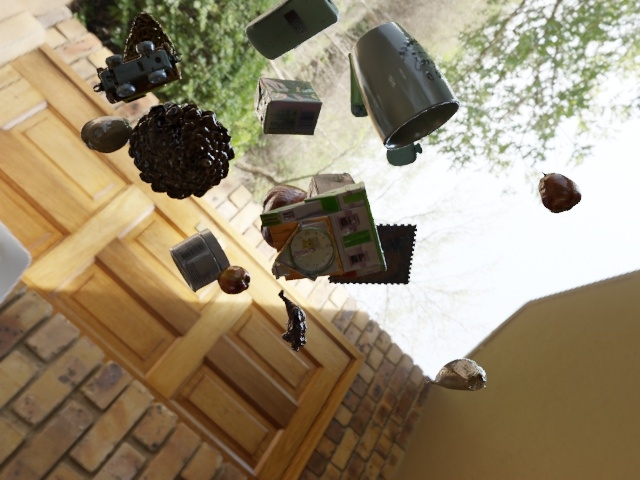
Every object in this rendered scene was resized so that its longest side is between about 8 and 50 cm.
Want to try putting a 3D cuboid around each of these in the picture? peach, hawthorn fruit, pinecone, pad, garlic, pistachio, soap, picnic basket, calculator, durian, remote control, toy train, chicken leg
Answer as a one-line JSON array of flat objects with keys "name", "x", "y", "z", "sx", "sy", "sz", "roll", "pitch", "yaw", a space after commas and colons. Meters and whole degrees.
[{"name": "peach", "x": -0.286, "y": 0.129, "z": 1.684, "sx": 0.100, "sy": 0.101, "sz": 0.101, "roll": -43, "pitch": -170, "yaw": 10}, {"name": "hawthorn fruit", "x": 0.492, "y": -0.106, "z": 1.064, "sx": 0.081, "sy": 0.093, "sz": 0.081, "roll": -12, "pitch": 159, "yaw": -5}, {"name": "pinecone", "x": -0.420, "y": -0.274, "z": 1.541, "sx": 0.242, "sy": 0.295, "sz": 0.298, "roll": -40, "pitch": 148, "yaw": -60}, {"name": "pad", "x": 0.151, "y": 0.046, "z": 1.553, "sx": 0.012, "sy": 0.268, "sz": 0.270, "roll": -87, "pitch": 175, "yaw": -45}, {"name": "garlic", "x": 0.320, "y": 0.310, "z": 1.190, "sx": 0.084, "sy": 0.066, "sz": 0.152, "roll": -6, "pitch": 179, "yaw": -36}, {"name": "pistachio", "x": -0.628, "y": -0.315, "z": 1.514, "sx": 0.149, "sy": 0.113, "sz": 0.113, "roll": -41, "pitch": -174, "yaw": -35}, {"name": "soap", "x": -0.118, "y": -0.468, "z": 1.786, "sx": 0.182, "sy": 0.199, "sz": 0.138, "roll": -113, "pitch": -151, "yaw": -42}, {"name": "picnic basket", "x": 0.050, "y": -0.122, "z": 1.733, "sx": 0.222, "sy": 0.129, "sz": 0.297, "roll": -6, "pitch": -143, "yaw": -10}, {"name": "hawthorn fruit", "x": -0.113, "y": -0.076, "z": 2.095, "sx": 0.275, "sy": 0.299, "sz": 0.275, "roll": -59, "pitch": -174, "yaw": 10}, {"name": "calculator", "x": 0.302, "y": -0.319, "z": 1.857, "sx": 0.153, "sy": 0.095, "sz": 0.021, "roll": -9, "pitch": -174, "yaw": 44}, {"name": "durian", "x": -0.465, "y": -0.510, "z": 1.364, "sx": 0.144, "sy": 0.139, "sz": 0.252, "roll": -17, "pitch": 175, "yaw": -11}, {"name": "remote control", "x": -0.090, "y": -0.653, "z": 1.545, "sx": 0.296, "sy": 0.140, "sz": 0.056, "roll": -16, "pitch": -134, "yaw": 37}, {"name": "toy train", "x": -0.421, "y": -0.387, "z": 1.199, "sx": 0.219, "sy": 0.089, "sz": 0.127, "roll": -22, "pitch": -178, "yaw": -1}, {"name": "chicken leg", "x": -0.093, "y": 0.271, "z": 1.747, "sx": 0.089, "sy": 0.219, "sz": 0.048, "roll": -2, "pitch": 162, "yaw": -16}]

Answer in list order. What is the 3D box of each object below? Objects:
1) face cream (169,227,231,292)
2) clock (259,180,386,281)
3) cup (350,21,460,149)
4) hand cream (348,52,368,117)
[{"name": "face cream", "x": -0.411, "y": 0.068, "z": 1.750, "sx": 0.152, "sy": 0.177, "sz": 0.177, "roll": -32, "pitch": -174, "yaw": -17}, {"name": "clock", "x": 0.000, "y": 0.000, "z": 1.369, "sx": 0.309, "sy": 0.235, "sz": 0.166, "roll": -15, "pitch": -168, "yaw": 7}, {"name": "cup", "x": 0.201, "y": -0.357, "z": 1.169, "sx": 0.258, "sy": 0.234, "sz": 0.186, "roll": -13, "pitch": 164, "yaw": -45}, {"name": "hand cream", "x": 0.116, "y": -0.426, "z": 1.399, "sx": 0.095, "sy": 0.175, "sz": 0.046, "roll": -13, "pitch": -148, "yaw": -18}]
